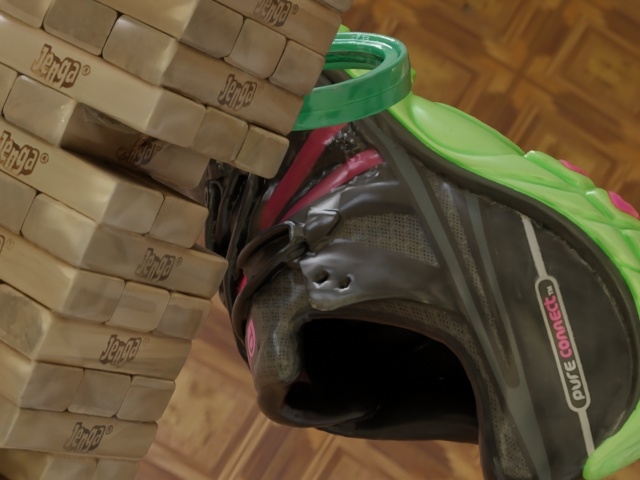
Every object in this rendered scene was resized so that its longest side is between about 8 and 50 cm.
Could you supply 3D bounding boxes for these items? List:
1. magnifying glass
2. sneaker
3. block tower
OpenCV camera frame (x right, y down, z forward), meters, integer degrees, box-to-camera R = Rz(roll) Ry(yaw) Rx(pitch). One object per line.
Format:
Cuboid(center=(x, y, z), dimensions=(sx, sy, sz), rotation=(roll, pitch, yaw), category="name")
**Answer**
Cuboid(center=(-0.046, -0.089, 0.868), dimensions=(0.092, 0.026, 0.231), rotation=(-26, 25, -34), category="magnifying glass")
Cuboid(center=(0.000, 0.000, 1.039), dimensions=(0.202, 0.185, 0.482), rotation=(-45, 48, -17), category="sneaker")
Cuboid(center=(-0.079, -0.030, 0.633), dimensions=(0.091, 0.335, 0.097), rotation=(27, 5, 29), category="block tower")
